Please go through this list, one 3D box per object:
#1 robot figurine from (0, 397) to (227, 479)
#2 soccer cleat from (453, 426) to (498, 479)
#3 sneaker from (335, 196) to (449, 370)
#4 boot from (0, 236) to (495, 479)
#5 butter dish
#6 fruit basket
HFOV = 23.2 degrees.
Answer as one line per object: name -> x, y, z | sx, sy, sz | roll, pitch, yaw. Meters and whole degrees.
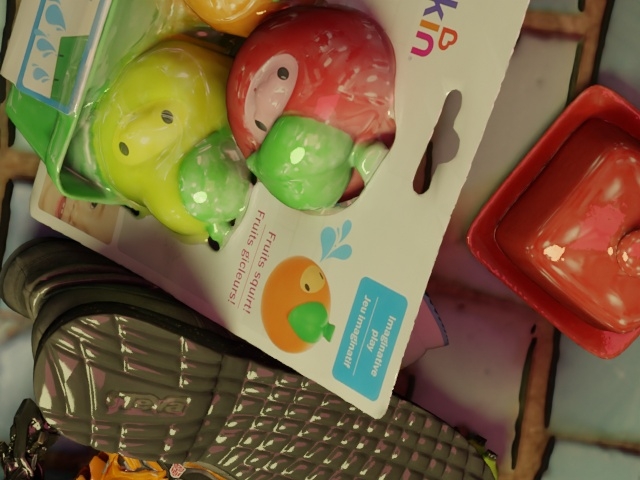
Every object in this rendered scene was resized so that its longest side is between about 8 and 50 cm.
robot figurine -> -0.158, 0.229, 1.077 | 0.211, 0.085, 0.291 | 41, 64, -18
soccer cleat -> 0.048, 0.157, 1.156 | 0.179, 0.060, 0.072 | 25, 101, -14
sneaker -> 0.000, 0.000, 1.101 | 0.092, 0.087, 0.229 | -31, 102, 4
boot -> -0.047, 0.095, 1.053 | 0.338, 0.223, 0.118 | 31, 95, -20
butter dish -> 0.212, -0.003, 1.110 | 0.160, 0.118, 0.160 | 39, 95, -13
fruit basket -> -0.042, -0.111, 0.938 | 0.165, 0.353, 0.327 | 10, 104, -42
